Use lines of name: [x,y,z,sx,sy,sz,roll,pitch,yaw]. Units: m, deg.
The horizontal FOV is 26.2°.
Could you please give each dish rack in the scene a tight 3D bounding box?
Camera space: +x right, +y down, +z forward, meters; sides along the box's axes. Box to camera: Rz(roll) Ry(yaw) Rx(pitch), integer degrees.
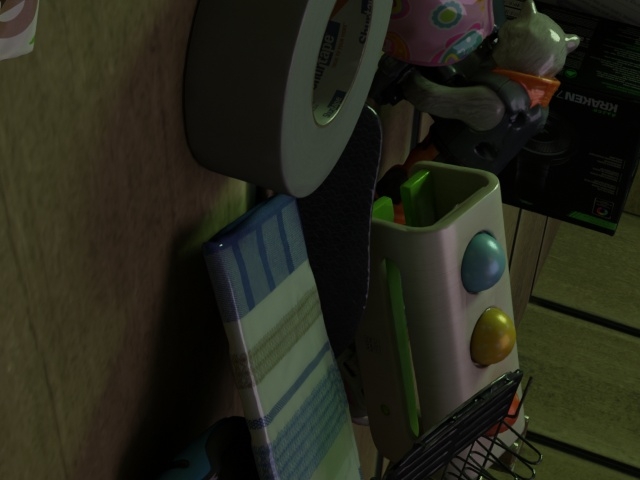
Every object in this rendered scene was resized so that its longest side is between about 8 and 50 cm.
dish rack: [0.107,0.240,1.163,0.208,0.074,0.271,-32,146,-40]

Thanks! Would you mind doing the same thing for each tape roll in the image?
tape roll: [-0.016,-0.143,0.959,0.219,0.072,0.219,18,90,-77]

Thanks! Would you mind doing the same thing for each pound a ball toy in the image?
pound a ball toy: [0.098,0.117,1.260,0.208,0.136,0.319,-36,127,-40]

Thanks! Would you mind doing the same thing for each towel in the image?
towel: [-0.026,0.114,1.063,0.209,0.034,0.285,-46,124,-71]

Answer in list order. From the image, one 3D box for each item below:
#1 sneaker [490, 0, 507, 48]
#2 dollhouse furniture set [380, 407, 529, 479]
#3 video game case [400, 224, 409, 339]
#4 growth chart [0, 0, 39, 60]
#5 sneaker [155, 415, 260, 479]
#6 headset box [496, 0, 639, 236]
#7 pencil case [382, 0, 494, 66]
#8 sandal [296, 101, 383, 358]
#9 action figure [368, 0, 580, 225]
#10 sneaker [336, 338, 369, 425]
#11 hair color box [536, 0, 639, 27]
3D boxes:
sneaker: [0.187,-0.298,1.512,0.226,0.086,0.163,4,105,-76]
dollhouse furniture set: [0.081,0.280,1.494,0.161,0.242,0.212,91,22,-49]
video game case: [0.077,0.087,1.653,0.232,0.042,0.210,72,38,-66]
growth chart: [-0.149,-0.130,0.578,0.237,0.021,0.172,-55,159,-48]
sneaker: [-0.052,0.252,1.116,0.125,0.140,0.341,-43,155,-15]
headset box: [0.299,-0.158,1.787,0.283,0.246,0.131,90,22,-54]
pencil case: [0.104,-0.287,1.144,0.124,0.124,0.284,-58,161,-45]
sandal: [0.001,0.000,1.177,0.054,0.097,0.254,-121,-134,-73]
action figure: [0.163,-0.098,1.435,0.341,0.178,0.330,-18,144,-55]
sneaker: [0.031,0.109,1.363,0.252,0.111,0.103,78,33,-63]
hair color box: [0.369,-0.334,1.748,0.113,0.185,0.374,-64,-178,-36]
